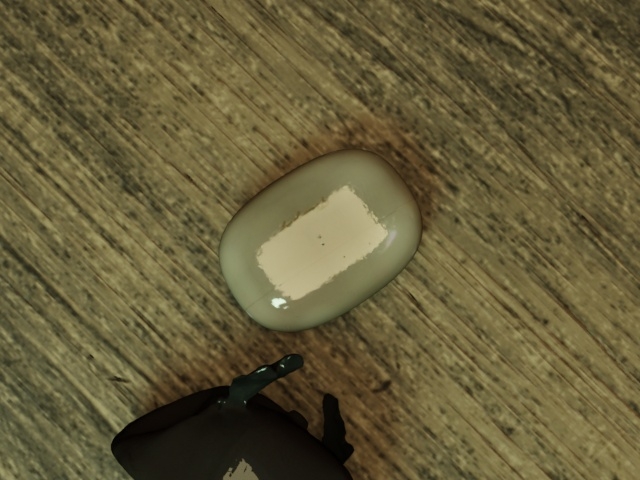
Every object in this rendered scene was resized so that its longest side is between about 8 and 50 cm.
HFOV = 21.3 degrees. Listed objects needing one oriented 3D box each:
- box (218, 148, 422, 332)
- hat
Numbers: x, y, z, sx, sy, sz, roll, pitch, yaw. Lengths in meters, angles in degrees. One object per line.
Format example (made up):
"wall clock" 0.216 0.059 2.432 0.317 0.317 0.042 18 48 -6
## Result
"box" 0.000 0.000 1.655 0.200 0.088 0.146 -32 84 0
"hat" -0.026 0.233 1.543 0.209 0.238 0.336 -45 45 5
